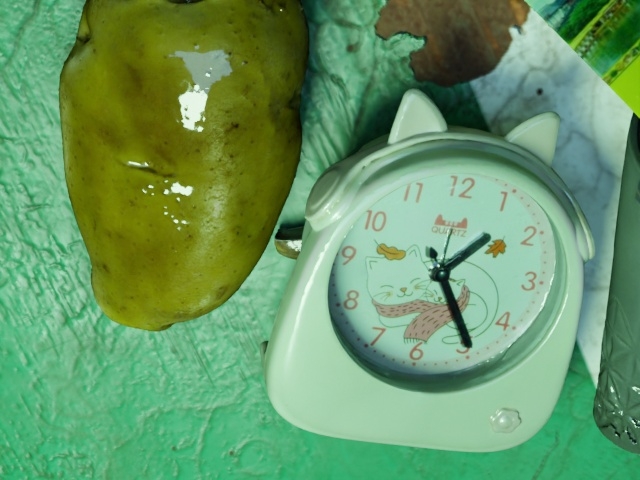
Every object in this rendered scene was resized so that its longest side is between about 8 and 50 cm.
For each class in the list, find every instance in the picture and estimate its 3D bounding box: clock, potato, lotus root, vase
[{"bbox_3d":[0.101,0.023,1.394,0.265,0.108,0.324,9,113,-12],"label":"clock"},{"bbox_3d":[-0.121,-0.086,1.366,0.195,0.176,0.369,-3,118,-24],"label":"potato"},{"bbox_3d":[0.000,0.002,1.451,0.083,0.037,0.030,-10,114,7],"label":"lotus root"},{"bbox_3d":[0.316,0.049,1.372,0.156,0.251,0.301,-4,124,-18],"label":"vase"}]

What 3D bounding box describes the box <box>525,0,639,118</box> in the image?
[{"bbox_3d":[0.262,-0.219,1.263,0.187,0.047,0.335,-47,72,19],"label":"box"}]
